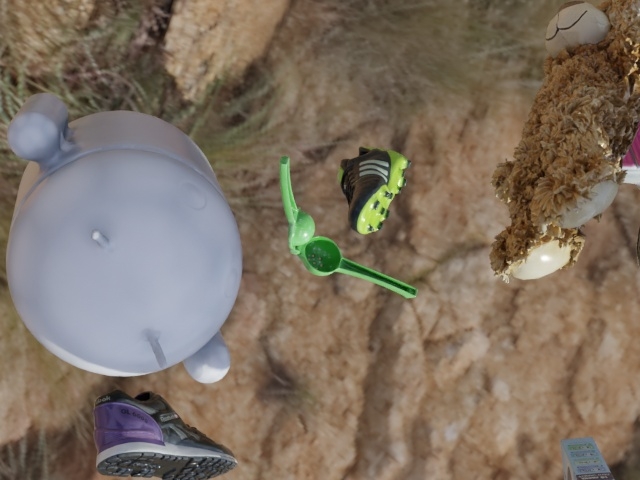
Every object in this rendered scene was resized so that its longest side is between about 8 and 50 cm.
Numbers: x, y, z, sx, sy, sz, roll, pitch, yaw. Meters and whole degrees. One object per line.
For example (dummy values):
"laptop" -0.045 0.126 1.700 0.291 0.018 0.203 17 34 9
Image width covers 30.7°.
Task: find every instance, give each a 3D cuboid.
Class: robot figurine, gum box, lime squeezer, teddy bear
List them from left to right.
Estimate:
"robot figurine" -0.179 -0.002 1.065 0.200 0.353 0.300 -37 110 1
"lime squeezer" 0.000 0.000 1.559 0.310 0.110 0.059 46 63 -36
"teddy bear" 0.232 -0.111 1.065 0.113 0.245 0.338 25 71 4
"gum box" 0.296 0.312 1.270 0.041 0.184 0.157 -6 94 6

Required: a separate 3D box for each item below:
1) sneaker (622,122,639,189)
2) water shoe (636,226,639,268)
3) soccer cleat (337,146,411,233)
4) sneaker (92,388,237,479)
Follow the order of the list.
"sneaker" 0.427 -0.080 1.398 0.252 0.103 0.111 6 136 6
"water shoe" 0.222 -0.036 0.676 0.080 0.073 0.203 -4 151 -21
"soccer cleat" 0.048 -0.057 1.283 0.179 0.072 0.060 -55 159 -62
"sneaker" -0.223 0.282 1.724 0.107 0.124 0.283 -27 152 21
